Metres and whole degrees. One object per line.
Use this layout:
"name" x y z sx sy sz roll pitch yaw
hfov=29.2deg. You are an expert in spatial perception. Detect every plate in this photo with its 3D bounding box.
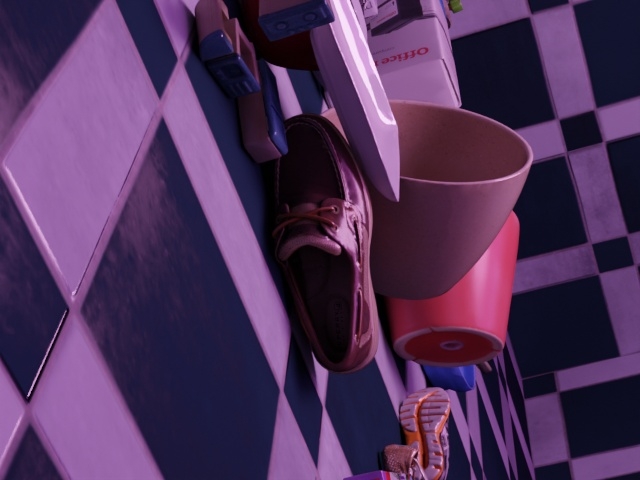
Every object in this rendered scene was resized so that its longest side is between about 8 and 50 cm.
"plate" 0.044 -0.217 1.666 0.278 0.045 0.277 -85 155 -63

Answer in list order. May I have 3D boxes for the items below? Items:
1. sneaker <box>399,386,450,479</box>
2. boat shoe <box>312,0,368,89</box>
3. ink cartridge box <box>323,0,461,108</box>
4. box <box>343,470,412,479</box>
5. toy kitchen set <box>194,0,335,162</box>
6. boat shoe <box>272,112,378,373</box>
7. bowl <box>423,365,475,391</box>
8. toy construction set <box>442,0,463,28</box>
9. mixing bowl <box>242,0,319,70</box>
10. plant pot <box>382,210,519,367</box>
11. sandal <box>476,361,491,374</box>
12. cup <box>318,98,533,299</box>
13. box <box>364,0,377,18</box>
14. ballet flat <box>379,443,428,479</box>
"sneaker" 0.178 0.336 2.050 0.215 0.084 0.083 -77 155 -46
"boat shoe" 0.025 -0.401 2.055 0.105 0.113 0.306 -54 134 -55
"ink cartridge box" 0.120 -0.354 2.242 0.129 0.223 0.307 63 17 -45
"box" 0.105 0.453 1.615 0.201 0.057 0.293 40 37 -71
"toy kitchen set" -0.042 -0.209 1.474 0.207 0.166 0.122 52 26 -61
"boat shoe" 0.000 0.000 1.547 0.123 0.123 0.342 18 65 -77
"bowl" 0.234 0.127 2.540 0.391 0.077 0.391 -15 90 -78
"toy construction set" 0.177 -0.561 2.714 0.309 0.237 0.257 60 20 -50
"mixing bowl" -0.050 -0.314 1.727 0.181 0.098 0.181 -14 90 -78
"plant pot" 0.226 0.080 2.181 0.275 0.275 0.243 55 32 -58
"sandal" 0.303 0.120 2.466 0.120 0.086 0.302 49 29 -64
"cup" 0.139 -0.050 1.883 0.331 0.331 0.237 -79 177 -64
"box" 0.006 -0.541 2.195 0.262 0.127 0.231 -90 159 -51
"ballet flat" 0.138 0.399 1.803 0.073 0.067 0.206 30 47 -75
